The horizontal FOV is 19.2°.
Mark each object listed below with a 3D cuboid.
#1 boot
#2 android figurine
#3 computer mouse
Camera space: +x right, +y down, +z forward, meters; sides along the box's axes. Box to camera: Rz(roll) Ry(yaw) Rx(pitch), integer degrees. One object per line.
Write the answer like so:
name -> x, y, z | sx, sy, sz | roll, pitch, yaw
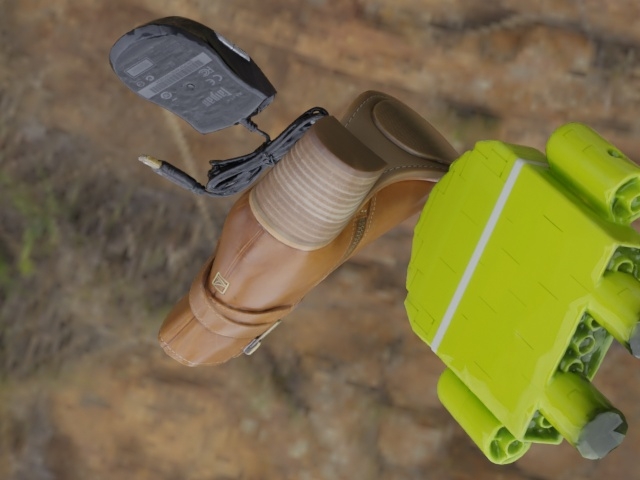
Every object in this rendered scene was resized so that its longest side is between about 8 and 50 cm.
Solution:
boot -> 0.000, 0.000, 1.508 | 0.109, 0.283, 0.220 | 43, 113, 9
android figurine -> 0.151, 0.034, 1.389 | 0.056, 0.273, 0.248 | 9, 113, -34
computer mouse -> -0.129, -0.137, 1.870 | 0.184, 0.060, 0.262 | -31, 138, 32
